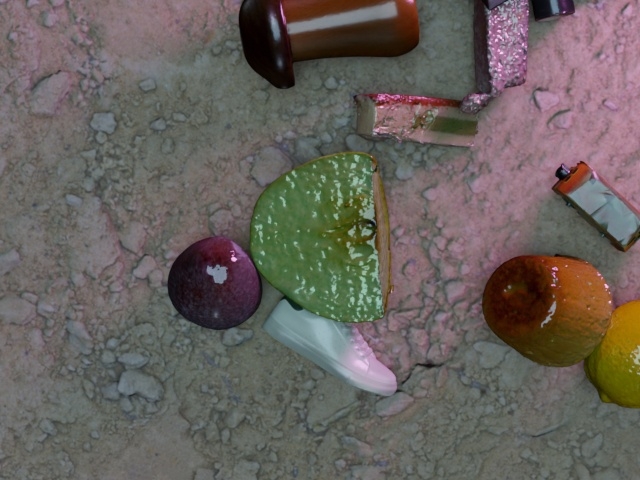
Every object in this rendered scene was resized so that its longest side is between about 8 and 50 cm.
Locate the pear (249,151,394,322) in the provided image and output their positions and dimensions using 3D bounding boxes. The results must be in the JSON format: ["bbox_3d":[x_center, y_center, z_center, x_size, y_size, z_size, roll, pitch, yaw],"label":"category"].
[{"bbox_3d":[0.000,-0.004,1.869,0.239,0.139,0.288,-4,93,9],"label":"pear"}]

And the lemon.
[{"bbox_3d":[0.546,0.193,1.831,0.180,0.180,0.193,18,106,2],"label":"lemon"}]

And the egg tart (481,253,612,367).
[{"bbox_3d":[0.370,0.105,1.808,0.202,0.147,0.202,-17,63,37],"label":"egg tart"}]

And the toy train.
[{"bbox_3d":[0.479,-0.059,1.847,0.188,0.099,0.072,42,97,-2],"label":"toy train"}]

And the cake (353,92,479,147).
[{"bbox_3d":[0.156,-0.212,1.886,0.220,0.117,0.086,0,100,-29],"label":"cake"}]

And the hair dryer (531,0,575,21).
[{"bbox_3d":[0.476,-0.465,1.834,0.255,0.070,0.128,-15,94,-2],"label":"hair dryer"}]

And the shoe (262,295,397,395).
[{"bbox_3d":[0.032,0.175,1.906,0.265,0.095,0.110,27,96,3],"label":"shoe"}]

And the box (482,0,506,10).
[{"bbox_3d":[0.372,-0.527,1.776,0.325,0.047,0.180,-29,63,-2],"label":"box"}]

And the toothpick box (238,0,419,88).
[{"bbox_3d":[0.010,-0.368,1.811,0.294,0.192,0.192,-11,95,0],"label":"toothpick box"}]

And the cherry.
[{"bbox_3d":[-0.181,0.077,1.878,0.176,0.176,0.140,26,56,1],"label":"cherry"}]

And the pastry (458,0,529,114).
[{"bbox_3d":[0.303,-0.342,1.829,0.112,0.103,0.265,7,93,-3],"label":"pastry"}]
